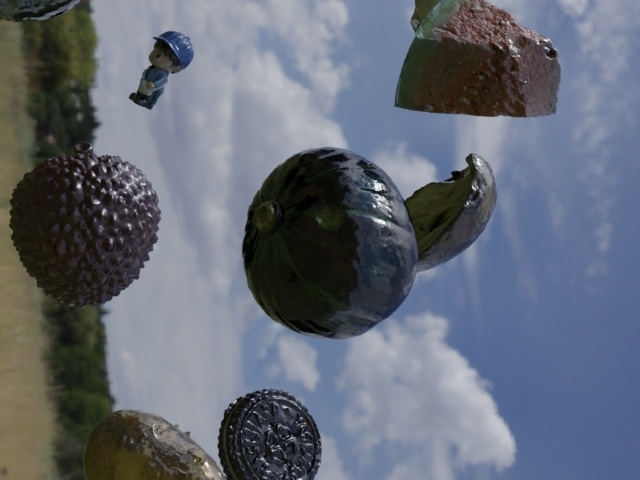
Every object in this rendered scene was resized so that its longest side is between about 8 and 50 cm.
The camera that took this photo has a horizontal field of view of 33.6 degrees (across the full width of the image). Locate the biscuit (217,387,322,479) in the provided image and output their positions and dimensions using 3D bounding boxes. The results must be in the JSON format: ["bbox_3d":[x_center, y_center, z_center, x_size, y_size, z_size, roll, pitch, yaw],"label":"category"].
[{"bbox_3d":[-0.083,0.340,1.752,0.053,0.194,0.194,-27,-111,49],"label":"biscuit"}]

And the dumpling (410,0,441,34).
[{"bbox_3d":[0.222,-0.420,1.914,0.118,0.136,0.199,39,43,-45],"label":"dumpling"}]

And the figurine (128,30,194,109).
[{"bbox_3d":[-0.259,-0.281,1.755,0.077,0.079,0.136,40,-67,49],"label":"figurine"}]

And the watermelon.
[{"bbox_3d":[0.267,-0.278,1.706,0.140,0.256,0.193,-47,155,-64],"label":"watermelon"}]

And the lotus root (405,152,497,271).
[{"bbox_3d":[0.243,-0.023,2.082,0.314,0.142,0.210,-28,-139,56],"label":"lotus root"}]

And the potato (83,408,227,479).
[{"bbox_3d":[-0.334,0.446,2.041,0.266,0.229,0.229,41,-10,-14],"label":"potato"}]

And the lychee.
[{"bbox_3d":[-0.468,-0.032,2.102,0.306,0.306,0.330,153,-64,-72],"label":"lychee"}]

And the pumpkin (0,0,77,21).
[{"bbox_3d":[-0.457,-0.488,1.619,0.328,0.291,0.257,-49,-138,45],"label":"pumpkin"}]

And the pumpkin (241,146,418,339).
[{"bbox_3d":[0.000,0.000,1.662,0.315,0.238,0.315,-23,-120,46],"label":"pumpkin"}]
